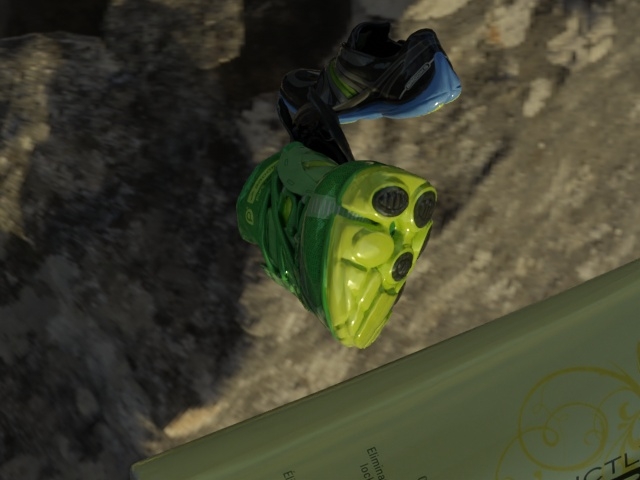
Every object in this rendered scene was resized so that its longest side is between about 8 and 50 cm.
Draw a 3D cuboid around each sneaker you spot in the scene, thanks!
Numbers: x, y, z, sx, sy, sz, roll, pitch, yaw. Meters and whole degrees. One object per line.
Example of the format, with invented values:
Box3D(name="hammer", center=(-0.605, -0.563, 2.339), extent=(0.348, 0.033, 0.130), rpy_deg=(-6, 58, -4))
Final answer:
Box3D(name="sneaker", center=(0.037, -0.136, 1.225), extent=(0.067, 0.188, 0.078), rpy_deg=(-25, 104, -36))
Box3D(name="sneaker", center=(0.006, -0.040, 1.140), extent=(0.051, 0.089, 0.170), rpy_deg=(-16, 110, 5))
Box3D(name="sneaker", center=(0.000, 0.000, 0.971), extent=(0.123, 0.295, 0.109), rpy_deg=(27, 85, 2))

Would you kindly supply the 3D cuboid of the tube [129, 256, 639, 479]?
Box3D(name="tube", center=(0.063, 0.055, 0.472), extent=(0.240, 0.070, 0.062), rpy_deg=(-19, 66, -14))
